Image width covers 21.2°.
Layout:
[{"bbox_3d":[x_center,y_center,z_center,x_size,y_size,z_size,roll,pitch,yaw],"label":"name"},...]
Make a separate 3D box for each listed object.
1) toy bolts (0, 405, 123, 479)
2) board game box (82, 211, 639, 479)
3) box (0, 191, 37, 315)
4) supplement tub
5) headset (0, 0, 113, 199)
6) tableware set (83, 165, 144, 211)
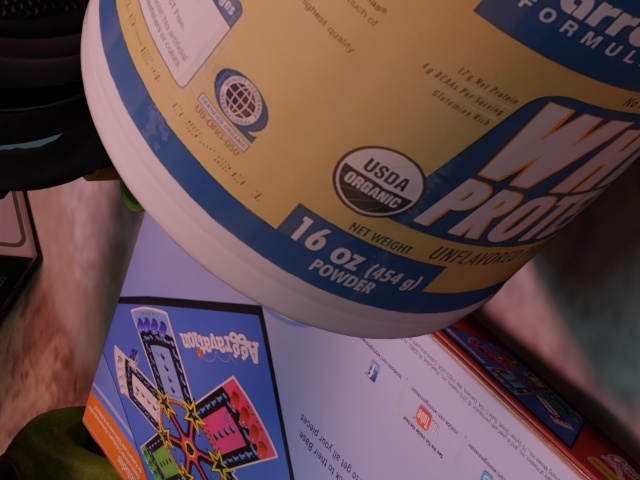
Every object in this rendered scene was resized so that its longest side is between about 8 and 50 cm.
[{"bbox_3d":[-0.133,0.178,0.648,0.228,0.158,0.218,24,106,55],"label":"toy bolts"},{"bbox_3d":[0.002,0.073,0.559,0.281,0.027,0.145,44,120,49],"label":"board game box"},{"bbox_3d":[-0.294,-0.045,0.807,0.087,0.290,0.169,-51,44,38],"label":"box"},{"bbox_3d":[0.042,-0.083,0.432,0.199,0.144,0.144,-47,48,39],"label":"supplement tub"},{"bbox_3d":[-0.127,-0.111,0.603,0.394,0.185,0.243,-51,-1,-6],"label":"headset"},{"bbox_3d":[-0.077,-0.093,0.727,0.104,0.024,0.154,26,106,54],"label":"tableware set"}]
